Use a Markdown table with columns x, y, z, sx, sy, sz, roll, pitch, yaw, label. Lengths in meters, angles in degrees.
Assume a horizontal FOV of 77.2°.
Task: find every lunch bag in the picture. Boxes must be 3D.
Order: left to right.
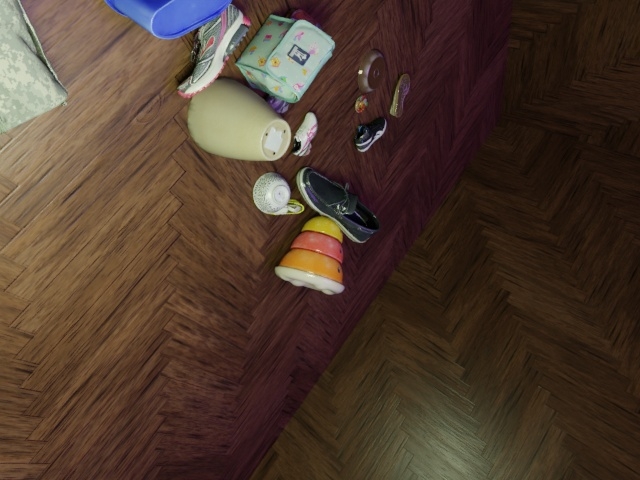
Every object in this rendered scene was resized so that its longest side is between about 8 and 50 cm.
| x | y | z | sx | sy | sz | roll | pitch | yaw | label |
| --- | --- | --- | --- | --- | --- | --- | --- | --- | --- |
| -0.649 | -0.352 | 0.731 | 0.256 | 0.212 | 0.305 | -38 | 144 | -32 | lunch bag |
| -0.106 | -0.582 | 1.294 | 0.223 | 0.262 | 0.160 | -56 | 149 | -6 | lunch bag |

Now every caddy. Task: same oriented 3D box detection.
| x | y | z | sx | sy | sz | roll | pitch | yaw | label |
| --- | --- | --- | --- | --- | --- | --- | --- | --- | --- |
| -0.360 | -0.652 | 0.951 | 0.341 | 0.179 | 0.241 | -45 | 168 | -26 | caddy |

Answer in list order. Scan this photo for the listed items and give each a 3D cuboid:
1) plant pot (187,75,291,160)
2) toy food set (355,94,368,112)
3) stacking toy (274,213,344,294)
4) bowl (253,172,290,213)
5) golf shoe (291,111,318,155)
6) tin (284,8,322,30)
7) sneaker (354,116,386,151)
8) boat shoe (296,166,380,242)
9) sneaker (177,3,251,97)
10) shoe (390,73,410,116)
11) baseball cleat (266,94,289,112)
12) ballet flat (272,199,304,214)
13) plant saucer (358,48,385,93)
| x | y | z | sx | sy | sz | roll | pitch | yaw | label |
| --- | --- | --- | --- | --- | --- | --- | --- | --- | --- |
| -0.235 | -0.358 | 1.279 | 0.256 | 0.274 | 0.257 | -36 | 142 | -34 | plant pot |
| 0.194 | -0.652 | 1.916 | 0.083 | 0.020 | 0.083 | -58 | 149 | -5 | toy food set |
| 0.000 | 0.000 | 1.969 | 0.350 | 0.350 | 0.480 | 34 | 69 | -59 | stacking toy |
| -0.181 | -0.189 | 1.634 | 0.170 | 0.080 | 0.170 | -10 | 107 | -35 | bowl |
| -0.067 | -0.439 | 1.663 | 0.086 | 0.067 | 0.186 | -11 | 125 | -50 | golf shoe |
| -0.063 | -0.749 | 1.441 | 0.189 | 0.040 | 0.106 | 3 | 109 | -57 | tin |
| 0.253 | -0.561 | 2.020 | 0.217 | 0.079 | 0.121 | -54 | 150 | -9 | sneaker |
| 0.095 | -0.173 | 1.866 | 0.500 | 0.156 | 0.187 | 40 | 50 | -27 | boat shoe |
| -0.328 | -0.547 | 1.164 | 0.112 | 0.121 | 0.299 | 33 | 88 | -30 | sneaker |
| 0.414 | -0.768 | 2.120 | 0.076 | 0.058 | 0.219 | -4 | 116 | -32 | shoe |
| -0.127 | -0.558 | 1.492 | 0.206 | 0.072 | 0.109 | -49 | 162 | -10 | baseball cleat |
| -0.157 | -0.146 | 1.764 | 0.231 | 0.077 | 0.077 | -8 | 123 | -53 | ballet flat |
| 0.249 | -0.784 | 1.873 | 0.198 | 0.036 | 0.199 | -36 | 141 | -36 | plant saucer |
